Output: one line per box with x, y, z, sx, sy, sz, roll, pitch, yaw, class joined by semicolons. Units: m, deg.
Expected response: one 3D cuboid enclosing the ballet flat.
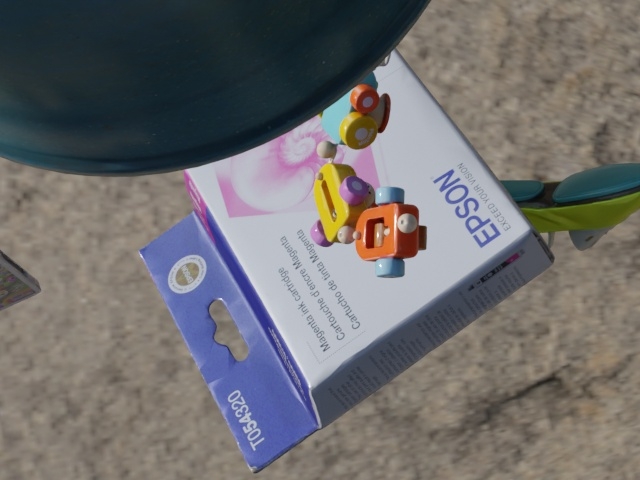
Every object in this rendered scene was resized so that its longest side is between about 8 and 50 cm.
0.232;-0.026;1.726;0.231;0.077;0.077;-6;115;30;ballet flat

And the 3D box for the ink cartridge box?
0.000;0.000;1.627;0.330;0.071;0.324;-35;47;2;ink cartridge box

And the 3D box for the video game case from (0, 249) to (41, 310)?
-0.244;0.034;1.174;0.087;0.122;0.011;-24;73;1;video game case

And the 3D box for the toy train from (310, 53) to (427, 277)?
0.040;-0.051;1.164;0.125;0.046;0.166;-21;67;58;toy train

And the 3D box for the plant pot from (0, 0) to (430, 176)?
-0.094;-0.183;0.567;0.272;0.255;0.271;-3;77;11;plant pot
